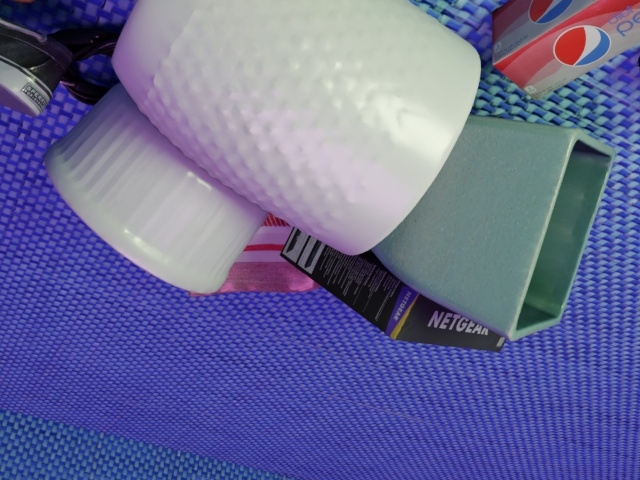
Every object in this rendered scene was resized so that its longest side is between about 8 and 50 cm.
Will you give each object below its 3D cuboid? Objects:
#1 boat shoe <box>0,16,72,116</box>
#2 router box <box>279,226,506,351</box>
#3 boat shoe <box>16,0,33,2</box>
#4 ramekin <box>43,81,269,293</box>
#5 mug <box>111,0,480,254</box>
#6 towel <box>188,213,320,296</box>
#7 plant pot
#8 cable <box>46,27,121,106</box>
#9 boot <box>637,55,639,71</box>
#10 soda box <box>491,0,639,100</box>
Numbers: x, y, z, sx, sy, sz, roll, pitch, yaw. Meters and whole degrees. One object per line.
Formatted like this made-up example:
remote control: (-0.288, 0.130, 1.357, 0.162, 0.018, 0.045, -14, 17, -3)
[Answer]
boat shoe: (-0.442, -0.257, 0.958, 0.306, 0.105, 0.113, 24, 163, 17)
router box: (0.127, 0.066, 1.188, 0.243, 0.081, 0.309, 34, -168, 39)
boat shoe: (-0.401, -0.314, 0.903, 0.178, 0.060, 0.064, 10, 147, -6)
ramekin: (-0.193, -0.075, 1.002, 0.277, 0.277, 0.135, 34, 103, -36)
mug: (-0.058, -0.174, 0.904, 0.328, 0.276, 0.374, 29, 164, -15)
towel: (-0.149, -0.043, 1.212, 0.237, 0.037, 0.329, -5, 128, 19)
plant pot: (0.200, -0.040, 1.023, 0.252, 0.248, 0.247, 20, -170, 28)
cable: (-0.267, -0.217, 1.046, 0.184, 0.047, 0.150, 0, 147, 8)
boot: (0.431, -0.178, 0.934, 0.099, 0.121, 0.045, 15, 145, -26)
soda box: (0.311, -0.260, 0.844, 0.083, 0.092, 0.263, 29, 141, -30)
